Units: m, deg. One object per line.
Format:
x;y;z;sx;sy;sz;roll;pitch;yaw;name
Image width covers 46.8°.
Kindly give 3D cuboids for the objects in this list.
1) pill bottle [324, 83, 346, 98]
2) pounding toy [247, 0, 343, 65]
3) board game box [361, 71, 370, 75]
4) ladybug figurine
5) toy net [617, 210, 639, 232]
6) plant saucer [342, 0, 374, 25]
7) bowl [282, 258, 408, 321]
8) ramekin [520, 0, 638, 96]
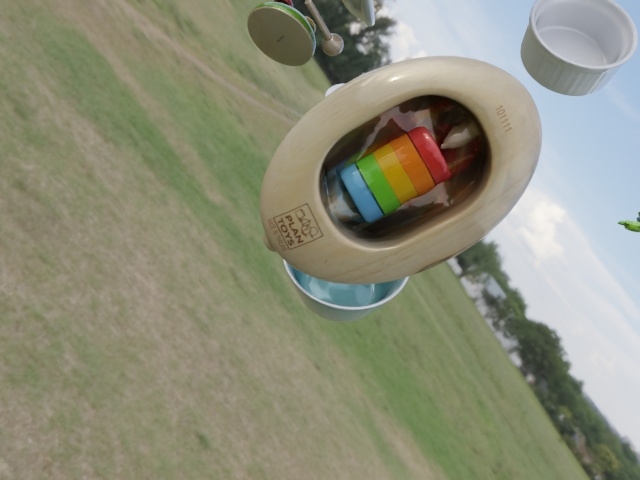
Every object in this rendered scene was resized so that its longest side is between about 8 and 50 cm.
0.046;-0.216;1.550;0.209;0.119;0.119;99;-32;-49;pill bottle
-0.056;-0.535;1.813;0.236;0.110;0.183;5;-35;38;pounding toy
0.179;-0.258;1.622;0.042;0.165;0.243;75;11;-73;board game box
0.111;-0.106;1.132;0.162;0.449;0.305;-83;147;-77;ladybug figurine
0.606;-0.013;1.177;0.122;0.045;0.232;20;-3;-44;toy net
0.056;-0.699;1.717;0.400;0.100;0.401;-7;90;-83;plant saucer
0.056;0.077;1.818;0.312;0.311;0.163;59;-23;30;bowl
0.653;-0.504;1.902;0.277;0.277;0.135;58;-19;22;ramekin
